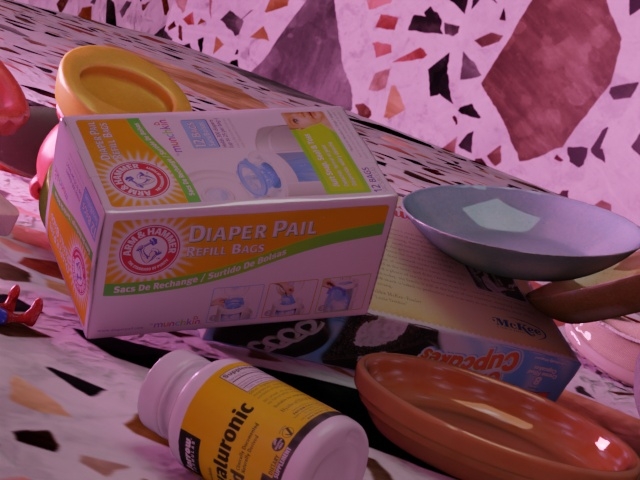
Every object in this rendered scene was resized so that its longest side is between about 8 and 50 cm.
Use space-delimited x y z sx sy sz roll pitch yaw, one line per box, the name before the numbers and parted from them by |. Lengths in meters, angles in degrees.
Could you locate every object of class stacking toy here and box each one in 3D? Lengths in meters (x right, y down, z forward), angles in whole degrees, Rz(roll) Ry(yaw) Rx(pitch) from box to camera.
stacking toy | -0.248 -0.044 1.367 0.309 0.130 0.279 11 38 -30

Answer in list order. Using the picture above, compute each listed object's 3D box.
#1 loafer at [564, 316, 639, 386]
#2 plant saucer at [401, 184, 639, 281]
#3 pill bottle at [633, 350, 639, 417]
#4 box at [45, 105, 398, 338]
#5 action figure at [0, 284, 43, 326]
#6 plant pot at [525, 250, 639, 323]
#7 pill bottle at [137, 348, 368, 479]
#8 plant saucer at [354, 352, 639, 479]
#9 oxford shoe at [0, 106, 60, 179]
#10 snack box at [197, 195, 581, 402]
loafer | 0.359 0.110 1.606 0.268 0.092 0.102 24 9 26
plant saucer | 0.158 -0.001 1.357 0.195 0.037 0.195 6 16 -2
pill bottle | 0.362 0.113 1.340 0.169 0.169 0.301 25 10 34
box | -0.069 -0.015 1.139 0.203 0.103 0.114 -4 39 -22
action figure | -0.220 0.034 1.033 0.038 0.030 0.115 32 16 35
plant pot | 0.277 0.023 1.335 0.236 0.032 0.236 -17 0 0
pill bottle | -0.038 0.100 0.889 0.116 0.065 0.065 24 10 34
plant saucer | 0.114 0.128 1.141 0.200 0.037 0.200 18 9 -3
oxford shoe | -0.224 -0.072 1.621 0.212 0.076 0.076 12 -19 -27
snack box | 0.033 0.027 1.334 0.322 0.060 0.187 14 31 -31
